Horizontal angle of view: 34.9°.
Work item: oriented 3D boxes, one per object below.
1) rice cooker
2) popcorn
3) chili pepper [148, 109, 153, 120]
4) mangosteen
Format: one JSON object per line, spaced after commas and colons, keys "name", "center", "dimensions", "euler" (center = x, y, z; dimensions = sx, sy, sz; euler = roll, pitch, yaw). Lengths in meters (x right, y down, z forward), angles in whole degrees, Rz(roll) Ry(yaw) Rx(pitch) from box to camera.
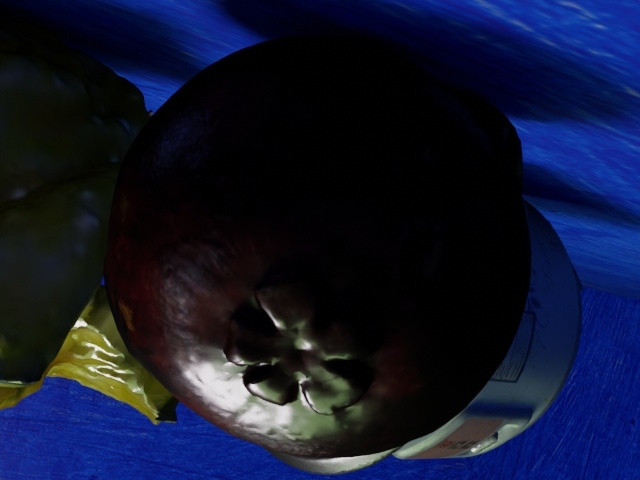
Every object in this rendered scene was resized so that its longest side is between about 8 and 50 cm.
{"name": "rice cooker", "center": [0.055, 0.053, 0.834], "dimensions": [0.317, 0.264, 0.316], "euler": [-15, 155, -7]}
{"name": "popcorn", "center": [-0.224, -0.015, 0.657], "dimensions": [0.321, 0.289, 0.326], "euler": [5, -172, -25]}
{"name": "chili pepper", "center": [-0.264, -0.139, 0.821], "dimensions": [0.268, 0.050, 0.059], "euler": [16, -165, -27]}
{"name": "mangosteen", "center": [0.000, 0.000, 0.479], "dimensions": [0.210, 0.209, 0.210], "euler": [15, 180, 0]}
